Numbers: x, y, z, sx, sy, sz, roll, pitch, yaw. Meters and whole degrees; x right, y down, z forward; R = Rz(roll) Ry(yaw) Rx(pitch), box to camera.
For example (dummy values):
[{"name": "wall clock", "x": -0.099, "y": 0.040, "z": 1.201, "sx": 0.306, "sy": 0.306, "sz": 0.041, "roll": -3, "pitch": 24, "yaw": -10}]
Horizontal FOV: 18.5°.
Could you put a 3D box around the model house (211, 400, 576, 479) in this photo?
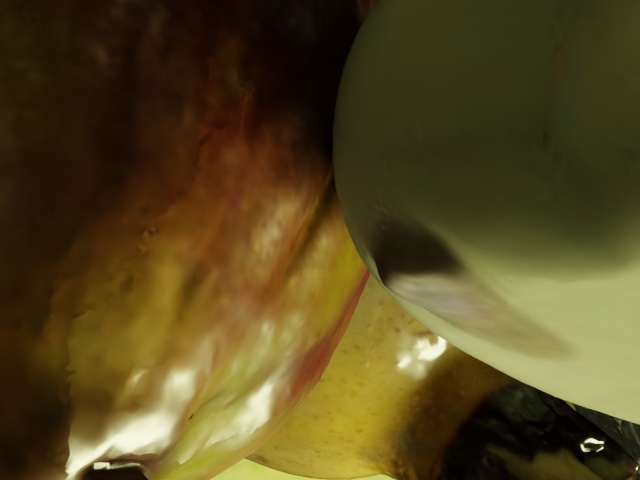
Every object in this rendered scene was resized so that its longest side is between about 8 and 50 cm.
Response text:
[{"name": "model house", "x": -0.066, "y": 0.011, "z": 1.037, "sx": 0.321, "sy": 0.261, "sz": 0.266, "roll": -16, "pitch": -162, "yaw": -5}]

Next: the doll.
[{"name": "doll", "x": 0.127, "y": -0.111, "z": 0.485, "sx": 0.226, "sy": 0.370, "sz": 0.215, "roll": 6, "pitch": 167, "yaw": -28}]

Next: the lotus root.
[{"name": "lotus root", "x": 0.000, "y": 0.000, "z": 0.750, "sx": 0.183, "sy": 0.310, "sz": 0.183, "roll": -32, "pitch": 160, "yaw": -14}]

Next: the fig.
[{"name": "fig", "x": -0.082, "y": -0.025, "z": 0.559, "sx": 0.224, "sy": 0.224, "sz": 0.263, "roll": -33, "pitch": -167, "yaw": -4}]
